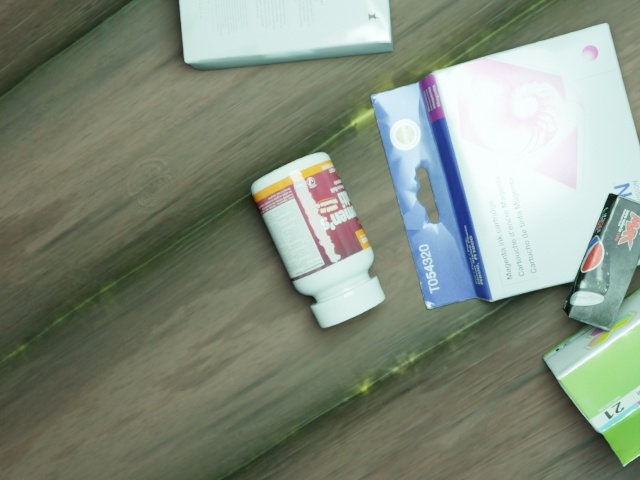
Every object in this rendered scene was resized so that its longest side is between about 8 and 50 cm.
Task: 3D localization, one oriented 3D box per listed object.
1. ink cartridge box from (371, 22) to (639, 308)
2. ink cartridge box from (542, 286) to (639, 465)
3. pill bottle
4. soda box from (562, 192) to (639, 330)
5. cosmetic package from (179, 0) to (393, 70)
[{"bbox_3d":[0.265,-0.092,1.139,0.330,0.071,0.324,-16,92,7],"label":"ink cartridge box"},{"bbox_3d":[0.398,0.154,1.041,0.189,0.255,0.097,-38,88,8],"label":"ink cartridge box"},{"bbox_3d":[0.000,0.000,1.152,0.121,0.121,0.221,-25,90,8],"label":"pill bottle"},{"bbox_3d":[0.373,0.027,1.076,0.060,0.053,0.169,20,99,4],"label":"soda box"},{"bbox_3d":[-0.054,-0.438,1.143,0.284,0.097,0.377,-4,93,10],"label":"cosmetic package"}]
